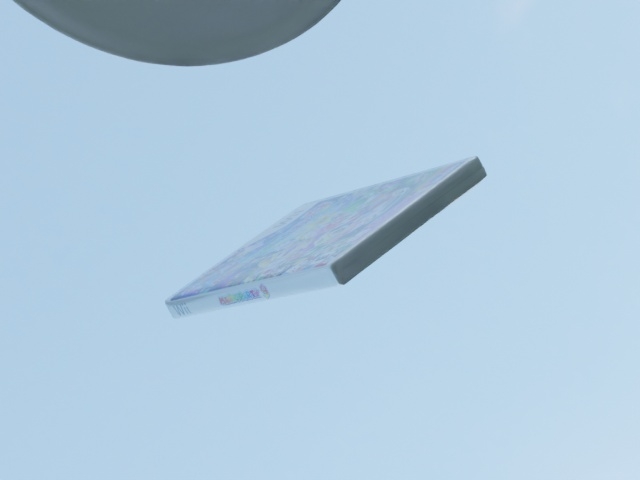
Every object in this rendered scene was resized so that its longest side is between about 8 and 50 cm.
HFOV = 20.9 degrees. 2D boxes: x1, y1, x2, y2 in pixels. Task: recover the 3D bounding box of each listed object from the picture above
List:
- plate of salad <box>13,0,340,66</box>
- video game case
[{"bbox_3d":[-0.069,-0.164,0.733,0.200,0.048,0.200,5,-106,-18],"label":"plate of salad"},{"bbox_3d":[0.000,0.000,0.698,0.087,0.122,0.011,-36,-77,-34],"label":"video game case"}]
